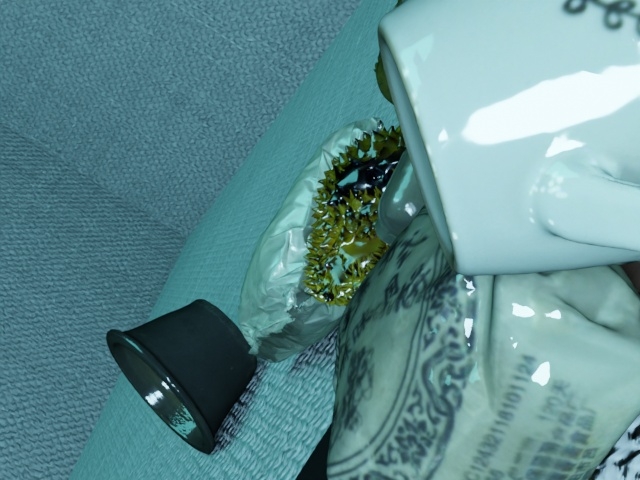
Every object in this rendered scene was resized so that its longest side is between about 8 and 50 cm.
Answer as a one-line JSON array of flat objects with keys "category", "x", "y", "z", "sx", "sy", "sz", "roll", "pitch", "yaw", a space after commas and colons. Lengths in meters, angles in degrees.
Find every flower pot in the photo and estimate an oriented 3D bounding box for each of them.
[{"category": "flower pot", "x": -0.193, "y": 0.185, "z": 1.505, "sx": 0.148, "sy": 0.235, "sz": 0.235, "roll": -41, "pitch": 4, "yaw": -25}]

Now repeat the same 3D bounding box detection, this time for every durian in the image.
[{"category": "durian", "x": 0.063, "y": -0.025, "z": 0.982, "sx": 0.194, "sy": 0.137, "sz": 0.237, "roll": -6, "pitch": 41, "yaw": 18}]

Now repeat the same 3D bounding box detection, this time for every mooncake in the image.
[{"category": "mooncake", "x": 0.090, "y": 0.078, "z": 0.638, "sx": 0.250, "sy": 0.136, "sz": 0.254, "roll": -91, "pitch": 24, "yaw": -67}]

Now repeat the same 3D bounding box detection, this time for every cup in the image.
[{"category": "cup", "x": 0.161, "y": -0.060, "z": 0.447, "sx": 0.234, "sy": 0.186, "sz": 0.258, "roll": -18, "pitch": 31, "yaw": 1}]

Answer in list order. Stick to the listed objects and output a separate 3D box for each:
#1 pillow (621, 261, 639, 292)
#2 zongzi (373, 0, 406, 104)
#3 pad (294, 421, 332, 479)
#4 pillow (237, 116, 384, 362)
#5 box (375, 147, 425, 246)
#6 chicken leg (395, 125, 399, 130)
[{"category": "pillow", "x": 0.247, "y": -0.045, "z": 0.623, "sx": 0.232, "sy": 0.043, "sz": 0.126, "roll": -58, "pitch": 12, "yaw": 3}, {"category": "zongzi", "x": 0.174, "y": -0.223, "z": 1.121, "sx": 0.356, "sy": 0.174, "sz": 0.393, "roll": -54, "pitch": 17, "yaw": 40}, {"category": "pad", "x": 0.005, "y": 0.243, "z": 0.960, "sx": 0.299, "sy": 0.005, "sz": 0.202, "roll": -57, "pitch": 12, "yaw": -1}, {"category": "pillow", "x": 0.000, "y": 0.000, "z": 1.243, "sx": 0.310, "sy": 0.138, "sz": 0.283, "roll": 122, "pitch": 173, "yaw": -71}, {"category": "box", "x": 0.145, "y": -0.064, "z": 0.858, "sx": 0.210, "sy": 0.148, "sz": 0.129, "roll": -60, "pitch": 0, "yaw": -11}, {"category": "chicken leg", "x": 0.116, "y": -0.122, "z": 1.379, "sx": 0.205, "sy": 0.053, "sz": 0.093, "roll": -58, "pitch": -4, "yaw": -25}]
